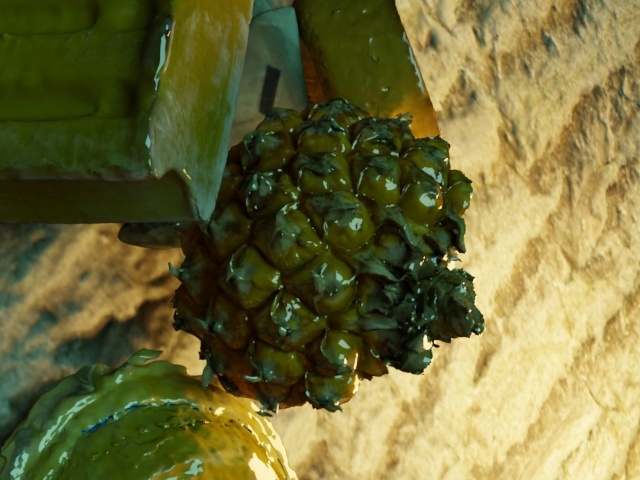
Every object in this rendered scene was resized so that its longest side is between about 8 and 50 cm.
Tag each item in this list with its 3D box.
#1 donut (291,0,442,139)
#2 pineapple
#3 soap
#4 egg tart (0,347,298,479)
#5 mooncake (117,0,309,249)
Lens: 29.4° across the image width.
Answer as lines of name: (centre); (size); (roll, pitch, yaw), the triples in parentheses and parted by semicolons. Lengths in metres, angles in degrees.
donut: (0.046, -0.171, 1.380); (0.108, 0.277, 0.278); (-20, 94, -5)
pineapple: (0.002, 0.001, 1.104); (0.209, 0.286, 0.344); (31, 84, -34)
soap: (-0.242, -0.166, 1.064); (0.156, 0.335, 0.293); (51, 43, -59)
egg tart: (-0.149, 0.297, 1.166); (0.388, 0.169, 0.388); (6, 81, -40)
mooncake: (-0.126, -0.119, 1.275); (0.250, 0.136, 0.254); (-20, 105, -42)
